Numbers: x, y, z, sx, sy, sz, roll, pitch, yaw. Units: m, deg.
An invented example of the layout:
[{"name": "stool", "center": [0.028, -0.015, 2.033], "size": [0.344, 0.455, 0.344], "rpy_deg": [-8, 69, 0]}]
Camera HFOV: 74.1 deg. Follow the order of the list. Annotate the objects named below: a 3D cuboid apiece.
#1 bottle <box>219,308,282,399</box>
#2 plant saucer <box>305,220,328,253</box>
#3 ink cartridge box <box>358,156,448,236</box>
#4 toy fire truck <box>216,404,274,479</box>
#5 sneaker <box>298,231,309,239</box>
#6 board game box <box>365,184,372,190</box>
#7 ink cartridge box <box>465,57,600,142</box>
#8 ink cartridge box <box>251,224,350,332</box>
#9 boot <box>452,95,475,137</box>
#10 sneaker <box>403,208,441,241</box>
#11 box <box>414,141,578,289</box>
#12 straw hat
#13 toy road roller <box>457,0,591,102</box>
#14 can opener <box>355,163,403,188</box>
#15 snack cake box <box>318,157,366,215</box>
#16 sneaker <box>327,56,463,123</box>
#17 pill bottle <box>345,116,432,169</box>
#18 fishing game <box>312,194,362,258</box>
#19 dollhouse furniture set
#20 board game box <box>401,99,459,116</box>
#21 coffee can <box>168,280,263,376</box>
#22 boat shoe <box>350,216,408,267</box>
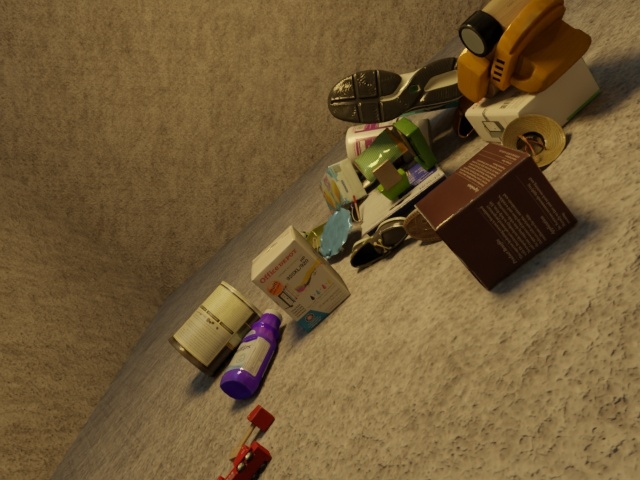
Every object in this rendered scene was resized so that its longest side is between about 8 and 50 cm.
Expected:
[{"name": "bottle", "center": [-0.191, 0.325, 1.257], "size": [0.118, 0.092, 0.283], "rpy_deg": [-33, 20, 37]}, {"name": "plant saucer", "center": [0.000, 0.000, 1.670], "size": [0.188, 0.045, 0.188], "rpy_deg": [-27, 23, 44]}, {"name": "ink cartridge box", "center": [0.259, -0.143, 1.376], "size": [0.303, 0.072, 0.307], "rpy_deg": [-38, 20, 18]}, {"name": "toy fire truck", "center": [-0.168, 0.473, 0.933], "size": [0.192, 0.047, 0.135], "rpy_deg": [-50, 17, -14]}, {"name": "sneaker", "center": [-0.136, 0.027, 1.914], "size": [0.234, 0.084, 0.097], "rpy_deg": [-30, -2, 38]}, {"name": "board game box", "center": [0.159, -0.270, 1.924], "size": [0.193, 0.053, 0.305], "rpy_deg": [-41, 17, 9]}, {"name": "ink cartridge box", "center": [0.550, -0.367, 1.137], "size": [0.198, 0.115, 0.273], "rpy_deg": [-43, 18, 5]}, {"name": "ink cartridge box", "center": [-0.064, 0.107, 1.237], "size": [0.171, 0.233, 0.168], "rpy_deg": [-43, 16, 5]}, {"name": "boot", "center": [0.516, -0.485, 1.380], "size": [0.211, 0.104, 0.295], "rpy_deg": [-66, -7, -66]}, {"name": "sneaker", "center": [0.337, -0.102, 1.041], "size": [0.282, 0.099, 0.153], "rpy_deg": [-31, 16, 47]}, {"name": "box", "center": [0.327, -0.054, 0.820], "size": [0.203, 0.168, 0.167], "rpy_deg": [-40, 17, 12]}, {"name": "straw hat", "center": [0.493, -0.220, 1.002], "size": [0.144, 0.144, 0.061], "rpy_deg": [-46, -23, -6]}, {"name": "toy road roller", "center": [0.486, -0.449, 1.032], "size": [0.202, 0.241, 0.329], "rpy_deg": [-42, -19, 4]}, {"name": "can opener", "center": [0.218, -0.286, 1.704], "size": [0.283, 0.095, 0.076], "rpy_deg": [-33, 61, 21]}, {"name": "snack cake box", "center": [0.078, -0.194, 1.625], "size": [0.089, 0.152, 0.264], "rpy_deg": [-26, -4, -11]}, {"name": "sneaker", "center": [0.259, -0.464, 1.414], "size": [0.447, 0.169, 0.257], "rpy_deg": [-7, 3, 12]}, {"name": "pill bottle", "center": [0.260, -0.367, 1.590], "size": [0.301, 0.169, 0.169], "rpy_deg": [-4, 34, 22]}, {"name": "fishing game", "center": [0.058, -0.023, 1.471], "size": [0.264, 0.041, 0.189], "rpy_deg": [-48, 32, 31]}, {"name": "dollhouse furniture set", "center": [0.198, -0.296, 1.357], "size": [0.197, 0.151, 0.302], "rpy_deg": [-39, 37, 9]}, {"name": "board game box", "center": [0.410, -0.546, 1.640], "size": [0.335, 0.079, 0.254], "rpy_deg": [-7, 20, 13]}, {"name": "coffee can", "center": [-0.370, 0.313, 1.518], "size": [0.275, 0.201, 0.201], "rpy_deg": [-49, 17, -17]}, {"name": "boat shoe", "center": [0.168, 0.013, 1.198], "size": [0.227, 0.081, 0.069], "rpy_deg": [-38, 19, 45]}]
